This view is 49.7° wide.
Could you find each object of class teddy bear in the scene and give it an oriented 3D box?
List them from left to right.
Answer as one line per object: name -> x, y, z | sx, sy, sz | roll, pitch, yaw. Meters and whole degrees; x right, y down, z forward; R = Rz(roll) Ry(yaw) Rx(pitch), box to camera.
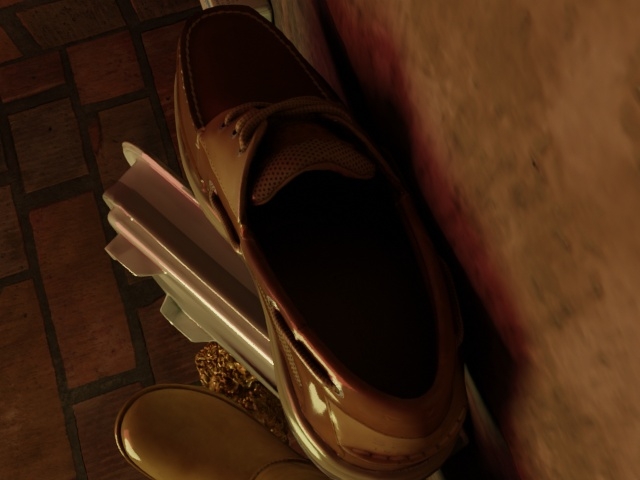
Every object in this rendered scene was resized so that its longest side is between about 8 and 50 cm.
teddy bear -> -0.079, 0.226, 0.864 | 0.338, 0.113, 0.245 | -171, 65, -78

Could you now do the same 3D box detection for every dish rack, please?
dish rack -> -0.043, 0.088, 0.570 | 0.333, 0.072, 0.285 | 38, 163, 16

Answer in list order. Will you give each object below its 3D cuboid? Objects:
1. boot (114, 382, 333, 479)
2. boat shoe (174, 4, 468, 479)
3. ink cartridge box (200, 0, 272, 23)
boot -> -0.033, 0.176, 0.484 | 0.089, 0.236, 0.269 | -66, 10, -14
boat shoe -> -0.005, -0.030, 0.390 | 0.116, 0.123, 0.324 | 95, 151, -60
ink cartridge box -> -0.126, -0.329, 0.868 | 0.261, 0.066, 0.296 | 93, 158, -74
